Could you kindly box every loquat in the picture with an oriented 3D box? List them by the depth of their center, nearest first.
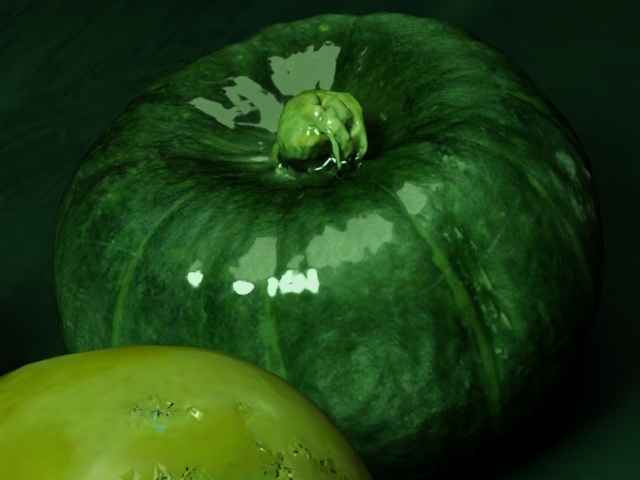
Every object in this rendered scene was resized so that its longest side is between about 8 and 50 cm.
[{"bbox_3d":[-0.077,0.158,0.760,0.235,0.235,0.235,-8,33,5],"label":"loquat"}]

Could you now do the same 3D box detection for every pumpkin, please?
[{"bbox_3d":[0.000,0.000,0.991,0.300,0.207,0.300,-9,42,8],"label":"pumpkin"}]
